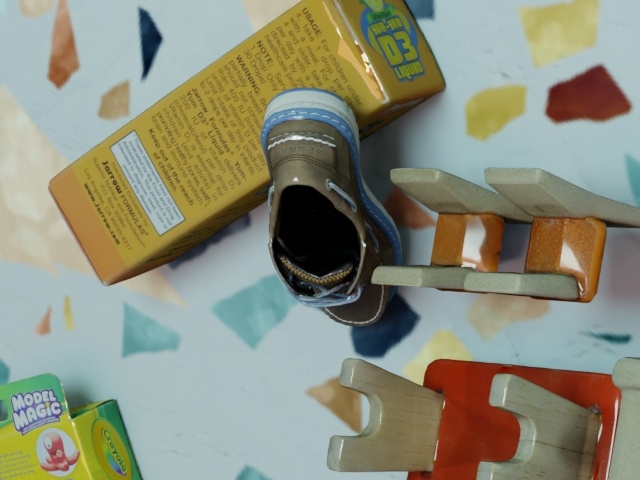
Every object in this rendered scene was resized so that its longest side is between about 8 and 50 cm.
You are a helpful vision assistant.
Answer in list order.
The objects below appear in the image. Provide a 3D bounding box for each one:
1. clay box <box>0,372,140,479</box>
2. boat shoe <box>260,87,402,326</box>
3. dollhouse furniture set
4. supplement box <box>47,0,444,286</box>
[{"bbox_3d":[-0.171,0.197,1.174,0.127,0.053,0.222,-16,92,32],"label":"clay box"},{"bbox_3d":[0.000,0.000,0.967,0.066,0.066,0.183,-3,143,16],"label":"boat shoe"},{"bbox_3d":[0.129,0.106,0.879,0.259,0.135,0.262,2,80,54],"label":"dollhouse furniture set"},{"bbox_3d":[-0.046,-0.061,1.025,0.233,0.078,0.080,-33,84,32],"label":"supplement box"}]
